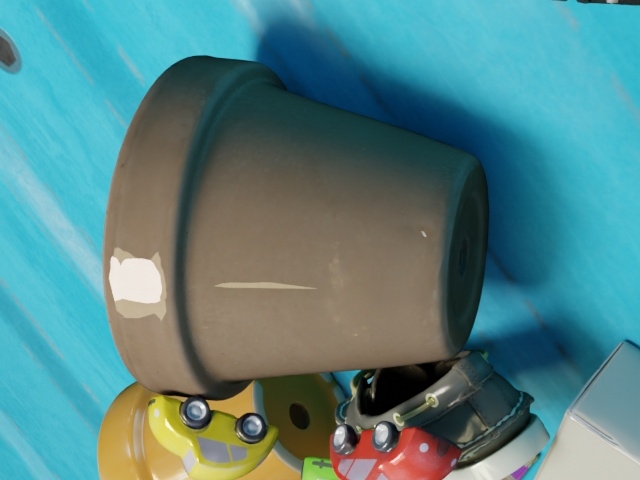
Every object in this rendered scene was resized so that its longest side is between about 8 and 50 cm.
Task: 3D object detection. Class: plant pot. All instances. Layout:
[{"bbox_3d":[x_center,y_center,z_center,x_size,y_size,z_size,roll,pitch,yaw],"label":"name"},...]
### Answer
[{"bbox_3d":[0.000,0.000,0.962,0.229,0.263,0.263,6,130,18],"label":"plant pot"},{"bbox_3d":[-0.078,0.195,1.247,0.188,0.205,0.205,-31,99,38],"label":"plant pot"}]

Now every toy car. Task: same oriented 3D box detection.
[{"bbox_3d":[0.002,0.184,0.985,0.239,0.053,0.225,5,157,20],"label":"toy car"}]

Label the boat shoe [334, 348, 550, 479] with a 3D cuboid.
[{"bbox_3d":[0.079,0.136,1.062,0.091,0.109,0.305,58,161,-6],"label":"boat shoe"}]

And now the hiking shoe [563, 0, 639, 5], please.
[{"bbox_3d":[0.229,-0.197,0.661,0.304,0.113,0.132,-5,90,54],"label":"hiking shoe"}]

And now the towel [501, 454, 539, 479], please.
[{"bbox_3d":[0.155,0.190,1.147,0.060,0.009,0.083,40,143,11],"label":"towel"}]

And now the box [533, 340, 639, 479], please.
[{"bbox_3d":[0.223,0.213,1.028,0.113,0.094,0.275,34,142,17],"label":"box"}]
